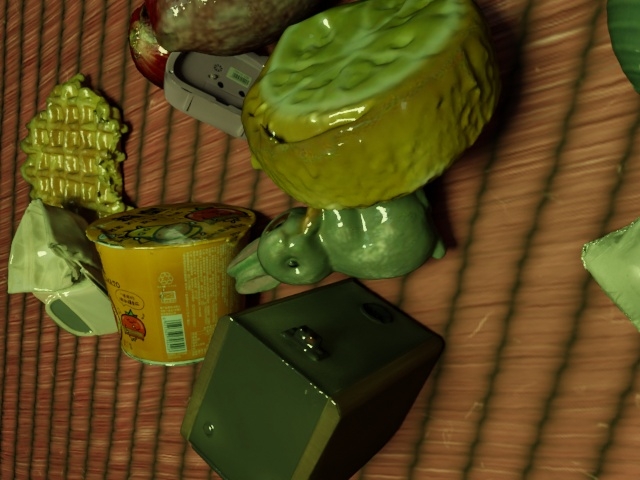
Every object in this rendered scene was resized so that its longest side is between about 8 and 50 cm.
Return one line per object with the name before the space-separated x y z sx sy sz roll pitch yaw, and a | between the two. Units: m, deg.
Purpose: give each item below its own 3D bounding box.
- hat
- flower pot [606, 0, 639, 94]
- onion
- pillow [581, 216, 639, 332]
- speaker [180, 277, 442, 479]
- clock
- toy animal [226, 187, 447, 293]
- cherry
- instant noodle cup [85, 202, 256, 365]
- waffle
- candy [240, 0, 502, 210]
hat | -0.375 0.046 0.915 0.220 0.226 0.164 -25 49 42
flower pot | 0.316 -0.208 0.403 0.189 0.157 0.243 31 110 29
onion | -0.200 -0.269 0.774 0.131 0.131 0.131 5 98 34
pillow | 0.347 0.000 0.470 0.229 0.051 0.128 -42 70 33
speaker | -0.002 0.159 0.618 0.153 0.231 0.192 33 113 27
clock | -0.117 -0.197 0.720 0.050 0.153 0.110 -37 34 58
toy animal | 0.000 0.002 0.622 0.251 0.125 0.127 -25 50 10
cherry | -0.086 -0.328 0.625 0.230 0.203 0.300 32 87 23
instant noodle cup | -0.189 0.052 0.759 0.216 0.216 0.172 11 110 33
waffle | -0.413 -0.120 0.973 0.282 0.058 0.300 -20 86 35
candy | 0.044 -0.145 0.553 0.260 0.118 0.259 -21 42 20
